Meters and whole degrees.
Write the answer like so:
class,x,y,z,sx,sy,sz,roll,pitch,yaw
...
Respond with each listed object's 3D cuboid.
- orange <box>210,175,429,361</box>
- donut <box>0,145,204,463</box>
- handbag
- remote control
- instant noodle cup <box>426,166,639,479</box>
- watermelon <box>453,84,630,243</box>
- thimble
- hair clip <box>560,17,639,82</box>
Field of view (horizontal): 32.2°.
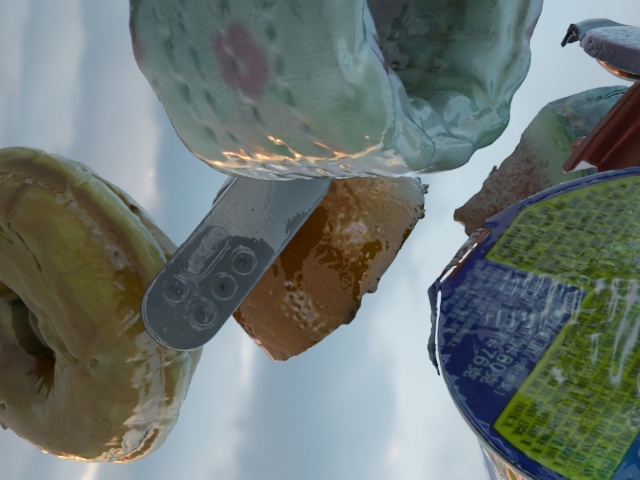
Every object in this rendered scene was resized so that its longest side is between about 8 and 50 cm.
class,x,y,z,sx,sy,sz,roll,pitch,yaw
orange,-0.004,0.001,1.239,0.274,0.310,0.274,-2,-95,22
donut,-0.341,0.092,1.455,0.449,0.198,0.449,17,-60,33
handbag,0.261,-0.113,0.778,0.059,0.212,0.157,46,-51,11
remote control,-0.075,-0.003,1.020,0.245,0.077,0.022,-52,-169,-17
instant noodle cup,0.218,0.158,0.657,0.284,0.284,0.312,-125,-162,-52
watermelon,0.289,-0.033,1.259,0.231,0.193,0.310,2,-98,34
thimble,0.016,-0.132,0.557,0.149,0.211,0.185,2,-51,42
hair clip,0.257,-0.050,0.500,0.358,0.110,0.096,32,-29,36
